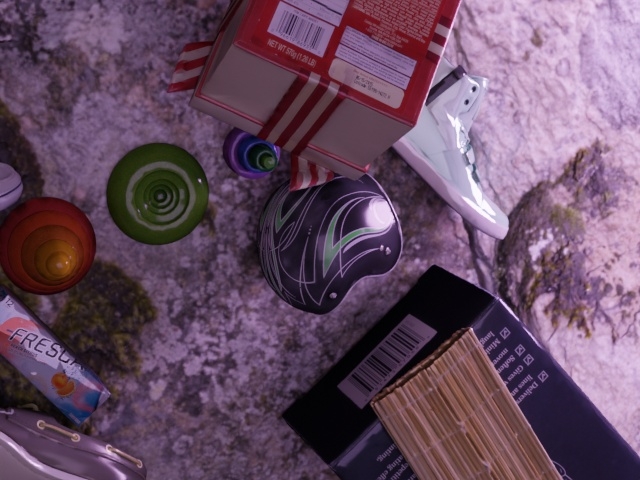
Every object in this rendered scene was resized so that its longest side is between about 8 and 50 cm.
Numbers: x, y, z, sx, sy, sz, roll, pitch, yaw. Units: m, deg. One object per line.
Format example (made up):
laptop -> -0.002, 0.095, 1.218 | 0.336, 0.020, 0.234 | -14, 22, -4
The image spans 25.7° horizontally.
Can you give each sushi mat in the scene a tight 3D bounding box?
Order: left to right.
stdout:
sushi mat -> 0.194, 0.269, 1.692 | 0.151, 0.019, 0.316 | -36, 110, -10

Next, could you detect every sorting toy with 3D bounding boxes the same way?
sorting toy -> -0.204, -0.035, 1.666 | 0.365, 0.126, 0.127 | -26, 108, -11

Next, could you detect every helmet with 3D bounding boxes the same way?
helmet -> 0.000, 0.000, 1.722 | 0.161, 0.169, 0.169 | -26, 109, -28

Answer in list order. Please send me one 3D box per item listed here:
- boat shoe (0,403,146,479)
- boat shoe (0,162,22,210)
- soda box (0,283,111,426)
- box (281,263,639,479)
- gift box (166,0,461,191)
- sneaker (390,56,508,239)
boat shoe -> -0.349, 0.255, 1.697 | 0.305, 0.091, 0.109 | 29, 133, -17
boat shoe -> -0.420, -0.076, 1.561 | 0.226, 0.083, 0.076 | -10, 129, -51
soda box -> -0.337, 0.138, 1.690 | 0.058, 0.063, 0.183 | -44, 111, -5
box -> 0.203, 0.281, 1.821 | 0.293, 0.212, 0.395 | -44, 110, -6
gift box -> -0.011, -0.217, 1.599 | 0.255, 0.258, 0.276 | 28, 73, -9
sneaker -> 0.189, -0.124, 1.790 | 0.151, 0.094, 0.256 | -45, 108, 2
